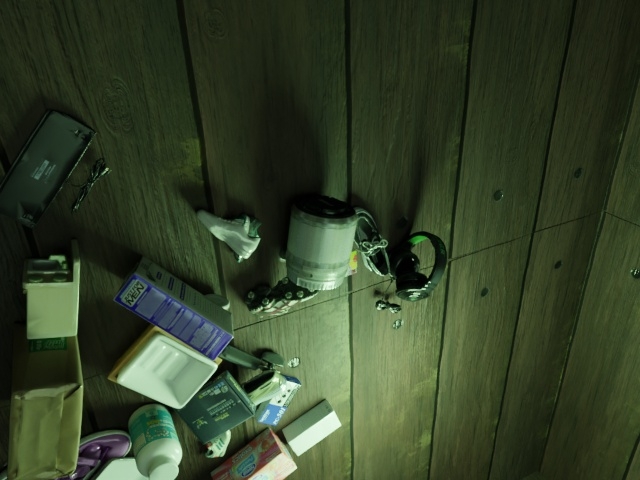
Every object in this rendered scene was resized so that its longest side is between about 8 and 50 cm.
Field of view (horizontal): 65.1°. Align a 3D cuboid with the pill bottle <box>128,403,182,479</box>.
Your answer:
[{"bbox_3d":[-0.553,0.686,1.683,0.146,0.264,0.146,-13,120,-24],"label":"pill bottle"}]

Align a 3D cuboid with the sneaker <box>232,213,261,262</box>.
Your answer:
[{"bbox_3d":[-0.238,-0.004,1.644,0.076,0.065,0.166,3,114,-35],"label":"sneaker"}]

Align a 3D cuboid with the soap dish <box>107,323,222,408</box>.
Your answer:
[{"bbox_3d":[-0.511,0.410,1.660,0.229,0.118,0.291,-48,128,0],"label":"soap dish"}]

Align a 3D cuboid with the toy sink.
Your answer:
[{"bbox_3d":[-0.735,0.126,1.366,0.131,0.153,0.234,1,114,-30],"label":"toy sink"}]

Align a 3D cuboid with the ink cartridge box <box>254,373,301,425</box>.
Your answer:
[{"bbox_3d":[-0.172,0.642,2.017,0.097,0.046,0.207,26,99,-36],"label":"ink cartridge box"}]

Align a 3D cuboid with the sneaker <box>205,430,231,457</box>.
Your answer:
[{"bbox_3d":[-0.402,0.781,1.948,0.075,0.057,0.161,2,116,-37],"label":"sneaker"}]

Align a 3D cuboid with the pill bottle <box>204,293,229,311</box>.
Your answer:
[{"bbox_3d":[-0.368,0.274,1.687,0.094,0.094,0.169,4,112,-31],"label":"pill bottle"}]

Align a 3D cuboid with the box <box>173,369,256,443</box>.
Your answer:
[{"bbox_3d":[-0.376,0.597,1.789,0.233,0.059,0.183,-31,104,10],"label":"box"}]

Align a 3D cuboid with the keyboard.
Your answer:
[{"bbox_3d":[-0.692,-0.168,1.318,0.202,0.033,0.317,33,96,-31],"label":"keyboard"}]

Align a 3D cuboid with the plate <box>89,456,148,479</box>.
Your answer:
[{"bbox_3d":[-0.726,0.855,1.764,0.277,0.045,0.278,-47,149,0],"label":"plate"}]

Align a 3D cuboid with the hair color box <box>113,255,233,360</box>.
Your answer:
[{"bbox_3d":[-0.428,0.200,1.498,0.339,0.185,0.110,39,93,-17],"label":"hair color box"}]

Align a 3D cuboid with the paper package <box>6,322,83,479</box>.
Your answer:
[{"bbox_3d":[-0.766,0.428,1.392,0.168,0.325,0.309,3,113,-31],"label":"paper package"}]

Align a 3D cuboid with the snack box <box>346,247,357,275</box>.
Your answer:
[{"bbox_3d":[0.069,0.093,1.882,0.141,0.037,0.100,-17,120,-21],"label":"snack box"}]

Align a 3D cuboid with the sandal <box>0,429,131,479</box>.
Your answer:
[{"bbox_3d":[-0.837,0.770,1.664,0.417,0.102,0.169,-16,122,-23],"label":"sandal"}]

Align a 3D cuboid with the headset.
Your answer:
[{"bbox_3d":[0.357,0.146,1.962,0.185,0.243,0.394,20,124,-30],"label":"headset"}]

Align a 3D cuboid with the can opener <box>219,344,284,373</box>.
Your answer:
[{"bbox_3d":[-0.257,0.439,1.862,0.280,0.074,0.093,31,62,-39],"label":"can opener"}]

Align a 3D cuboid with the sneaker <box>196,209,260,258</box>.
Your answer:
[{"bbox_3d":[-0.284,-0.042,1.563,0.212,0.080,0.094,40,90,-16],"label":"sneaker"}]

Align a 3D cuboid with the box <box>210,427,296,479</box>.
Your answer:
[{"bbox_3d":[-0.272,0.939,2.044,0.300,0.154,0.142,-35,126,-9],"label":"box"}]

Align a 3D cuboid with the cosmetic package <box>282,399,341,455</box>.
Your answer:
[{"bbox_3d":[-0.037,0.804,2.155,0.231,0.085,0.117,-30,125,-12],"label":"cosmetic package"}]

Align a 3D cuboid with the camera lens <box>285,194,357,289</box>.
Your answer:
[{"bbox_3d":[0.000,0.000,1.681,0.220,0.219,0.274,-5,116,-28],"label":"camera lens"}]

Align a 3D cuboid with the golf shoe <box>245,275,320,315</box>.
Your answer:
[{"bbox_3d":[-0.124,0.196,1.767,0.273,0.105,0.120,-16,146,5],"label":"golf shoe"}]

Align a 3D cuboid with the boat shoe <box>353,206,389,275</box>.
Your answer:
[{"bbox_3d":[0.185,0.013,1.865,0.113,0.105,0.306,-29,125,-14],"label":"boat shoe"}]

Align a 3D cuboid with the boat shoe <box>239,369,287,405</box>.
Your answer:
[{"bbox_3d":[-0.273,0.566,1.864,0.302,0.109,0.094,-29,123,2],"label":"boat shoe"}]
